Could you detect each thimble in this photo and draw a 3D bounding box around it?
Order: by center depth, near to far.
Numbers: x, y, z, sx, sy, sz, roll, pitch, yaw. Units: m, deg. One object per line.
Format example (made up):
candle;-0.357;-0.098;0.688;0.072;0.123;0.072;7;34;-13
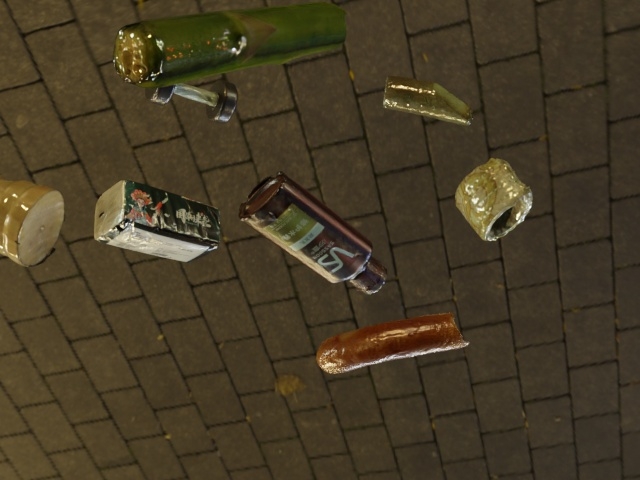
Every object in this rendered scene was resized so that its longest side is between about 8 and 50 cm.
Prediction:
thimble;0.435;-0.106;1.688;0.137;0.143;0.190;-7;145;-30

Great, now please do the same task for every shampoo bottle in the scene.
shampoo bottle;0.000;0.000;1.304;0.129;0.084;0.323;-39;124;20

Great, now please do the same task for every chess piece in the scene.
chess piece;-0.574;-0.070;1.090;0.301;0.137;0.137;21;119;7

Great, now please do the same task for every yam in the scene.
yam;0.298;-0.389;1.868;0.259;0.106;0.106;14;120;14

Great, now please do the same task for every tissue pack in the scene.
tissue pack;-0.255;-0.028;1.059;0.170;0.090;0.103;16;151;-38

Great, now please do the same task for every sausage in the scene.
sausage;0.134;0.200;1.314;0.302;0.076;0.103;-12;155;9

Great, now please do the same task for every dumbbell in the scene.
dumbbell;-0.292;-0.335;1.530;0.191;0.100;0.100;12;122;-35

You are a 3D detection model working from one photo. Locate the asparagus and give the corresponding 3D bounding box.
asparagus;-0.075;-0.196;0.656;0.067;0.277;0.060;-37;84;42
